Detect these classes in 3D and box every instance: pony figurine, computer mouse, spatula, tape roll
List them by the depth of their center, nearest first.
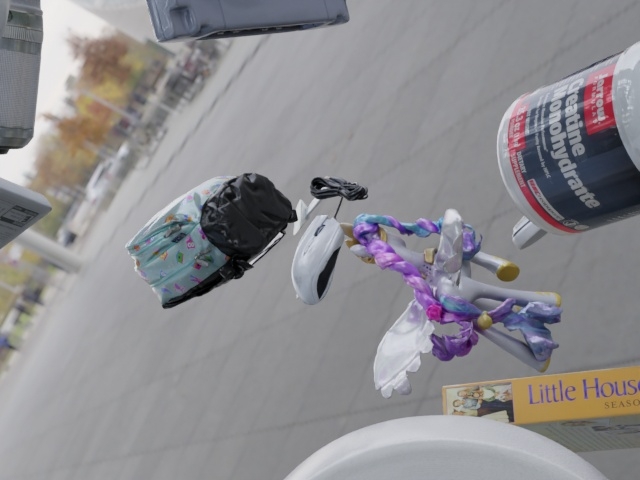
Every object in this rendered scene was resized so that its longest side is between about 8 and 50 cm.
[{"bbox_3d":[0.105,0.339,0.961,0.392,0.392,0.072,-59,-1,11],"label":"tape roll"},{"bbox_3d":[0.000,0.000,1.668,0.106,0.042,0.193,21,96,44],"label":"computer mouse"},{"bbox_3d":[0.210,0.088,1.864,0.303,0.363,0.351,-64,16,17],"label":"pony figurine"},{"bbox_3d":[-0.021,-0.002,1.983,0.242,0.019,0.168,129,144,-73],"label":"spatula"}]

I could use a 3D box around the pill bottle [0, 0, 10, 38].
[{"bbox_3d":[-0.393,-0.259,1.211,0.131,0.131,0.229,-54,28,32],"label":"pill bottle"}]

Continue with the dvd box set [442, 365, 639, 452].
[{"bbox_3d":[0.394,0.211,1.431,0.307,0.420,0.062,35,-131,-61],"label":"dvd box set"}]

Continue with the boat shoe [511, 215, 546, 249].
[{"bbox_3d":[0.414,-0.102,1.993,0.267,0.088,0.096,-48,-16,4],"label":"boat shoe"}]

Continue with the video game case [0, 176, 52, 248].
[{"bbox_3d":[-0.361,0.001,1.053,0.183,0.023,0.201,-37,-13,4],"label":"video game case"}]

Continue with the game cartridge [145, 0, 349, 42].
[{"bbox_3d":[-0.082,-0.306,1.170,0.060,0.196,0.294,-7,7,37],"label":"game cartridge"}]

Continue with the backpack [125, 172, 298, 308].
[{"bbox_3d":[-0.136,-0.001,1.344,0.182,0.115,0.152,-30,5,35],"label":"backpack"}]

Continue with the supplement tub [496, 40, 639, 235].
[{"bbox_3d":[0.362,-0.124,1.362,0.272,0.191,0.191,-22,38,50],"label":"supplement tub"}]

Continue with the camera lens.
[{"bbox_3d":[-0.570,-0.284,1.885,0.219,0.219,0.274,-136,52,-78],"label":"camera lens"}]
